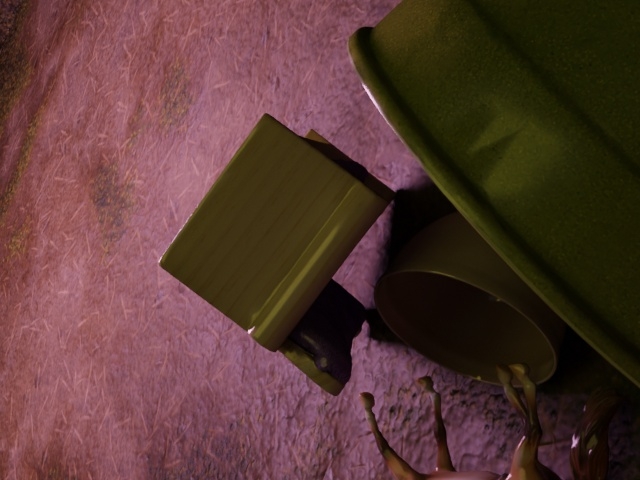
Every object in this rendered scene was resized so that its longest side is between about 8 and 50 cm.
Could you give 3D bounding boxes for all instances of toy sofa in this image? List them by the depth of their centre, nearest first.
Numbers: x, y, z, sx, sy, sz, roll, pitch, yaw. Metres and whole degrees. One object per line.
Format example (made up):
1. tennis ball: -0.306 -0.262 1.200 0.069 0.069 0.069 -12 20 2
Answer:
1. toy sofa: 0.000 0.000 0.958 0.150 0.177 0.362 -53 -2 6

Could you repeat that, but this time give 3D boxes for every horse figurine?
1. horse figurine: 0.135 0.193 0.873 0.263 0.066 0.175 -19 84 42

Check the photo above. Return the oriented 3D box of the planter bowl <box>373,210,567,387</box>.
1. planter bowl: 0.139 0.033 0.888 0.162 0.162 0.109 -12 42 53

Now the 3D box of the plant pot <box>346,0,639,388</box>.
1. plant pot: 0.268 -0.124 0.617 0.353 0.366 0.366 -46 42 19
